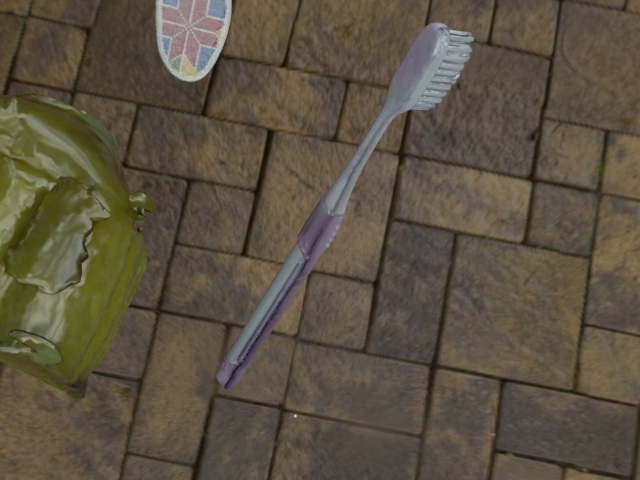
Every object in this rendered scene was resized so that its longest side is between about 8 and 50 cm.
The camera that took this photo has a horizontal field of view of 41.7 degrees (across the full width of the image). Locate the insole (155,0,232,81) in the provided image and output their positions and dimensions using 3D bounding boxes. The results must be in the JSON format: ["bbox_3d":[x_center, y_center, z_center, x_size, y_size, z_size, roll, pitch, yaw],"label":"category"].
[{"bbox_3d":[-0.099,-0.230,0.704,0.065,0.006,0.194,11,104,-13],"label":"insole"}]

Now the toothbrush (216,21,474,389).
[{"bbox_3d":[0.000,0.000,0.558,0.029,0.354,0.024,2,50,-30],"label":"toothbrush"}]

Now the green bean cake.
[{"bbox_3d":[-0.276,-0.024,0.678,0.285,0.310,0.202,28,74,-8],"label":"green bean cake"}]
